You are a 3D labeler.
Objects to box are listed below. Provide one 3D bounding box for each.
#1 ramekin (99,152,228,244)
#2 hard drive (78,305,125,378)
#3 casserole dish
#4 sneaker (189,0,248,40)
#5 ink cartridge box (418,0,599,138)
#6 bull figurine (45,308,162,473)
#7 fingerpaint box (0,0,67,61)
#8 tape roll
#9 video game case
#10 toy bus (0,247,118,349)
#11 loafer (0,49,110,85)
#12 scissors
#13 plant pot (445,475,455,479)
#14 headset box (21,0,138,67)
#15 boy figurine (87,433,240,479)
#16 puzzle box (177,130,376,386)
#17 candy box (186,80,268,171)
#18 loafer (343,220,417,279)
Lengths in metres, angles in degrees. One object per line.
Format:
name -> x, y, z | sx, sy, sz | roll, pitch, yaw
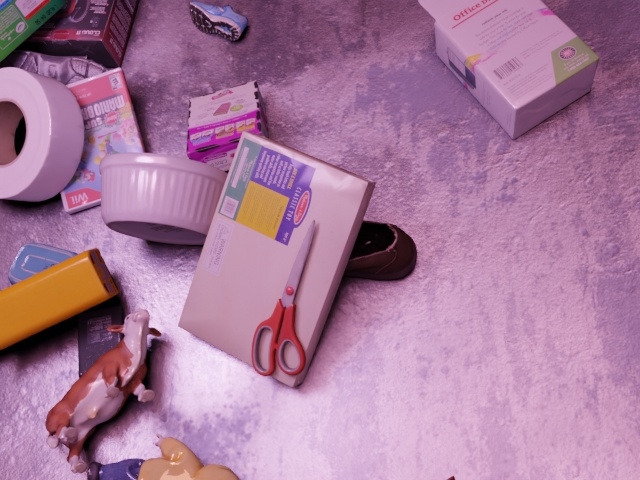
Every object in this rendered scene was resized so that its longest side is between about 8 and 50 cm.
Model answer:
ramekin -> -0.307, -0.074, 1.541 | 0.273, 0.273, 0.127 | 4, 78, 13
hard drive -> -0.438, 0.204, 1.562 | 0.094, 0.022, 0.135 | -12, 63, 5
casserole dish -> -0.581, 0.062, 1.650 | 0.188, 0.037, 0.114 | 14, 69, 16
sneaker -> -0.242, -0.531, 1.860 | 0.162, 0.063, 0.073 | 29, 56, 17
ink cartridge box -> 0.381, -0.411, 1.638 | 0.207, 0.119, 0.353 | -32, 64, -4
bull figurine -> -0.395, 0.274, 1.443 | 0.310, 0.101, 0.188 | -51, 25, 3
fingerpaint box -> -0.863, -0.482, 1.764 | 0.371, 0.163, 0.445 | 20, 61, 35
tape roll -> -0.654, -0.227, 1.699 | 0.286, 0.100, 0.286 | -1, 89, 27
video game case -> -0.501, -0.223, 1.731 | 0.204, 0.025, 0.285 | -18, 80, 2
toy bus -> -0.573, 0.132, 1.540 | 0.333, 0.130, 0.108 | -25, 95, 0
loafer -> -0.583, -0.375, 1.816 | 0.303, 0.095, 0.109 | 15, 96, -2
scissors -> -0.068, 0.105, 1.407 | 0.109, 0.021, 0.297 | 8, 98, 25
plant pot -> 0.170, 0.544, 1.168 | 0.272, 0.272, 0.265 | -34, 72, -6
headset box -> -0.578, -0.542, 1.890 | 0.218, 0.110, 0.293 | 2, 65, 12
boy figurine -> -0.271, 0.432, 1.386 | 0.285, 0.092, 0.177 | -6, 64, 7
puzzle box -> -0.087, 0.032, 1.451 | 0.272, 0.052, 0.409 | 25, 102, 21
candy box -> -0.195, -0.237, 1.648 | 0.159, 0.071, 0.233 | -14, 39, 4
loafer -> 0.000, 0.000, 1.513 | 0.366, 0.130, 0.133 | -3, 65, 9
